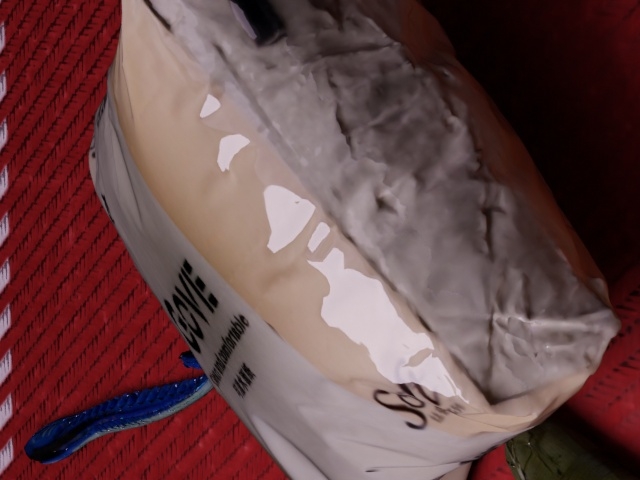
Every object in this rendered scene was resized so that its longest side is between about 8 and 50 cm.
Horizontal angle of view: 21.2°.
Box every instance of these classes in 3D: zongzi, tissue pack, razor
[{"bbox_3d":[0.151,0.182,1.107,0.154,0.062,0.130,35,132,41],"label":"zongzi"},{"bbox_3d":[0.000,0.000,1.084,0.390,0.195,0.375,52,156,10],"label":"tissue pack"},{"bbox_3d":[-0.147,0.129,1.381,0.056,0.093,0.324,41,137,-13],"label":"razor"}]
